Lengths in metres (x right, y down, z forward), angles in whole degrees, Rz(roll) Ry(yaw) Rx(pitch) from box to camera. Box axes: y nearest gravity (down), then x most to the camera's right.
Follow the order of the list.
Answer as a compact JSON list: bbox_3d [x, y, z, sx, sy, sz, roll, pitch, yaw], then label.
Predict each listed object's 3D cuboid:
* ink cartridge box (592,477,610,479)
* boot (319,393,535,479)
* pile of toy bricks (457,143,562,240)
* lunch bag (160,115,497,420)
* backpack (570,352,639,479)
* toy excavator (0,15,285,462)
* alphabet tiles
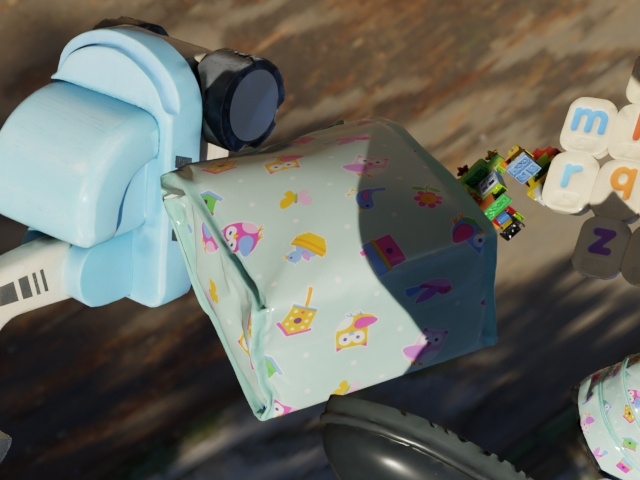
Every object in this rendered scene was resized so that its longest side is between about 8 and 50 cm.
[{"bbox_3d":[0.354,0.392,1.678,0.395,0.151,0.270,-18,-141,17],"label":"ink cartridge box"},{"bbox_3d":[0.064,0.228,0.900,0.094,0.246,0.207,-1,-122,59],"label":"boot"},{"bbox_3d":[0.203,-0.064,1.988,0.118,0.105,0.212,34,115,-32],"label":"pile of toy bricks"},{"bbox_3d":[0.000,0.000,1.331,0.223,0.262,0.160,-18,131,-14],"label":"lunch bag"},{"bbox_3d":[0.307,0.159,1.400,0.115,0.152,0.182,-38,144,29],"label":"backpack"},{"bbox_3d":[-0.276,0.001,1.647,0.445,0.222,0.433,-21,125,-47],"label":"toy excavator"},{"bbox_3d":[0.391,-0.074,1.706,0.021,0.284,0.278,45,61,-58],"label":"alphabet tiles"}]
